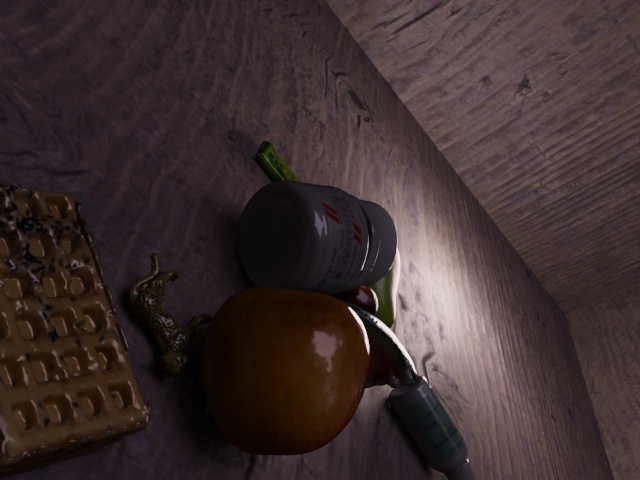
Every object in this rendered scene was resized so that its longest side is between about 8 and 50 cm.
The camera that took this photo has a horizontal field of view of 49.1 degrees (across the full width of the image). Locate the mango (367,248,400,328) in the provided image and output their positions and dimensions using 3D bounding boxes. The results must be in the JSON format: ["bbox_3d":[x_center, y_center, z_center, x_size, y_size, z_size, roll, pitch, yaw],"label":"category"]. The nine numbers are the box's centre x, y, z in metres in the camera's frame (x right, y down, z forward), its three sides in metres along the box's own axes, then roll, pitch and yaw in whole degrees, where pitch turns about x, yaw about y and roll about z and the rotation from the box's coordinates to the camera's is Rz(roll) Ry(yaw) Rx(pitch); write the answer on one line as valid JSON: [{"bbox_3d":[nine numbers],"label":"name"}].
[{"bbox_3d":[0.142,0.100,1.882,0.175,0.143,0.293,38,43,-50],"label":"mango"}]

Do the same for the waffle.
[{"bbox_3d":[-0.384,0.103,0.914,0.261,0.114,0.376,6,57,-59],"label":"waffle"}]

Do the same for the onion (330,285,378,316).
[{"bbox_3d":[0.076,0.157,1.694,0.131,0.131,0.131,43,30,-32],"label":"onion"}]

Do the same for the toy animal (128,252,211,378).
[{"bbox_3d":[-0.267,0.123,1.169,0.181,0.073,0.136,59,32,-10],"label":"toy animal"}]

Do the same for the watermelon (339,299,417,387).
[{"bbox_3d":[0.031,0.231,1.464,0.289,0.213,0.320,44,-15,-32],"label":"watermelon"}]

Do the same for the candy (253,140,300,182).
[{"bbox_3d":[-0.103,-0.176,1.837,0.178,0.032,0.102,52,26,-17],"label":"candy"}]

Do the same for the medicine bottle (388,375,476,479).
[{"bbox_3d":[0.304,0.512,1.762,0.351,0.110,0.110,58,25,-4],"label":"medicine bottle"}]

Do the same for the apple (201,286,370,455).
[{"bbox_3d":[-0.060,0.223,1.201,0.299,0.299,0.275,22,63,-53],"label":"apple"}]

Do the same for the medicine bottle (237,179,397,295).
[{"bbox_3d":[0.000,0.000,1.536,0.306,0.245,0.245,3,60,-47],"label":"medicine bottle"}]
